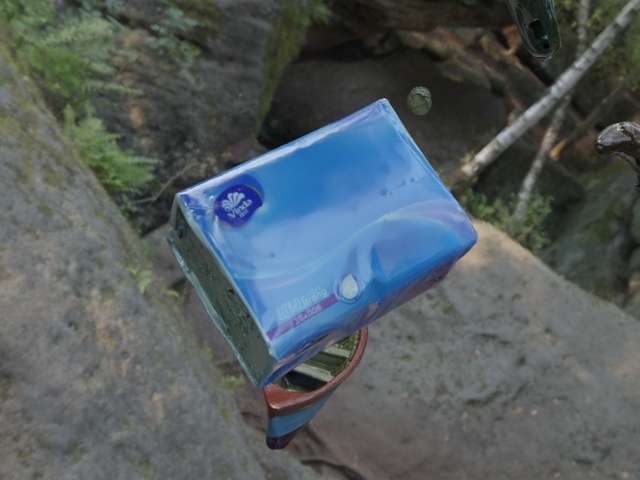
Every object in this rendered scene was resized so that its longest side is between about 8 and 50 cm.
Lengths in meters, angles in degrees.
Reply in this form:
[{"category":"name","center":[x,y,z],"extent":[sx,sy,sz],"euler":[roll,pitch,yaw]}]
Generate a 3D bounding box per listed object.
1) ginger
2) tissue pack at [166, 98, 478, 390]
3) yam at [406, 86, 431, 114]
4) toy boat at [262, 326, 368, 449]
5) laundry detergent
[{"category":"ginger","center":[0.846,-0.234,2.121],"extent":[0.309,0.133,0.107],"euler":[30,41,-36]},{"category":"tissue pack","center":[0.000,0.000,0.834],"extent":[0.263,0.146,0.198],"euler":[-28,76,-24]},{"category":"yam","center":[0.245,-0.349,1.951],"extent":[0.061,0.061,0.274],"euler":[43,17,-5]},{"category":"toy boat","center":[-0.015,0.186,1.170],"extent":[0.136,0.079,0.392],"euler":[14,19,10]},{"category":"laundry detergent","center":[0.382,-0.384,1.402],"extent":[0.211,0.063,0.137],"euler":[50,8,-50]}]
